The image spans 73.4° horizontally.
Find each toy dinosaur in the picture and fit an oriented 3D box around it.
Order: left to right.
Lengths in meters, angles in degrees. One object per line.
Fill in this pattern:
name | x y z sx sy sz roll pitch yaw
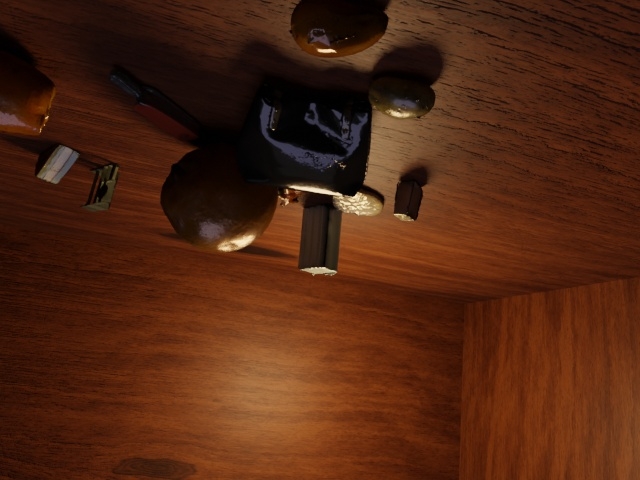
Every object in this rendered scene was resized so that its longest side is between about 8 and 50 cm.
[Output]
toy dinosaur | -0.111 -0.161 1.510 0.142 0.057 0.212 3 170 -29

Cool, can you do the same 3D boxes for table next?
table | -0.777 -0.187 1.540 0.175 0.146 0.062 -2 161 33

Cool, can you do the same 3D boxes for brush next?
brush | -0.394 -0.317 1.077 0.070 0.051 0.323 2 164 27

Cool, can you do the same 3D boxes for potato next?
potato | 0.166 -0.291 0.882 0.138 0.070 0.091 6 164 4
potato | 0.273 -0.123 1.347 0.061 0.122 0.086 4 165 37

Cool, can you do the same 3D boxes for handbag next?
handbag | -0.032 -0.243 1.031 0.343 0.152 0.288 6 154 -9

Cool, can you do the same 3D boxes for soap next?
soap | 0.000 0.000 1.652 0.150 0.261 0.094 -8 162 45

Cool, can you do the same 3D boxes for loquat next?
loquat | -0.284 -0.124 1.235 0.329 0.328 0.328 7 165 2

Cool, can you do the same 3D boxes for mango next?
mango | -0.765 -0.350 0.930 0.350 0.201 0.199 21 124 -18
mango | 0.029 -0.348 0.719 0.160 0.084 0.105 9 170 -6

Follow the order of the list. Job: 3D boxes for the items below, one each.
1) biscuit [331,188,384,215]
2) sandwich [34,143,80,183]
biscuit | 0.122 -0.135 1.522 0.188 0.040 0.265 -9 158 39
sandwich | -0.896 -0.291 1.468 0.163 0.113 0.079 -41 141 22
